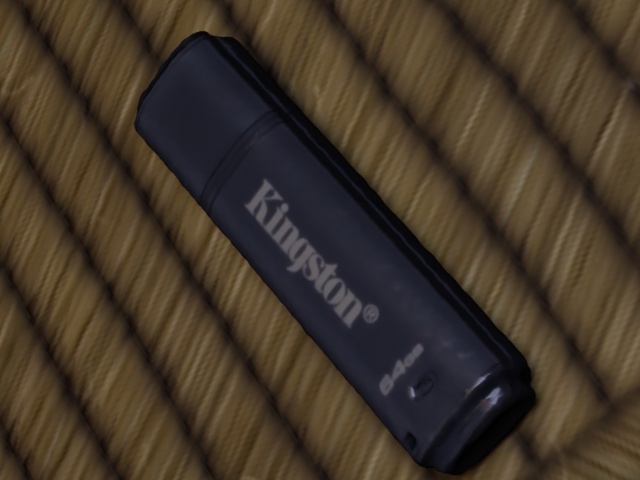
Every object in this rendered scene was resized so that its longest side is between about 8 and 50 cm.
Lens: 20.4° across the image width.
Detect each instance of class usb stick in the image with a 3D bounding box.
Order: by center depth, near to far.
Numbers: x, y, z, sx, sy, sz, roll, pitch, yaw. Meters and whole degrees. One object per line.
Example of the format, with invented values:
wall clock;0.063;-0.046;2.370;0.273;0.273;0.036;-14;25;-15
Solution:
usb stick;0.000;0.000;0.906;0.077;0.045;0.278;-48;62;13
